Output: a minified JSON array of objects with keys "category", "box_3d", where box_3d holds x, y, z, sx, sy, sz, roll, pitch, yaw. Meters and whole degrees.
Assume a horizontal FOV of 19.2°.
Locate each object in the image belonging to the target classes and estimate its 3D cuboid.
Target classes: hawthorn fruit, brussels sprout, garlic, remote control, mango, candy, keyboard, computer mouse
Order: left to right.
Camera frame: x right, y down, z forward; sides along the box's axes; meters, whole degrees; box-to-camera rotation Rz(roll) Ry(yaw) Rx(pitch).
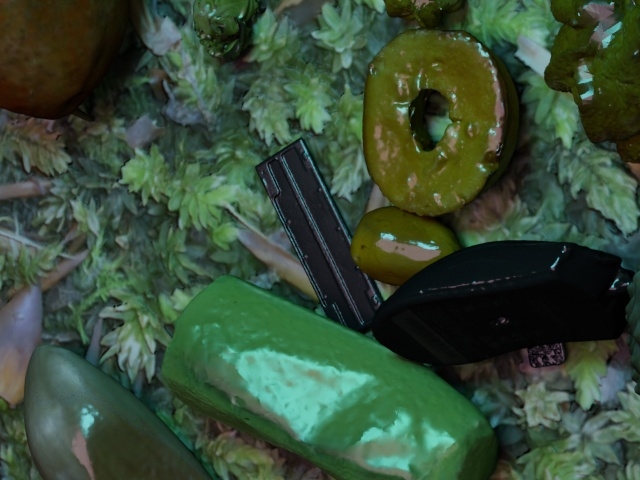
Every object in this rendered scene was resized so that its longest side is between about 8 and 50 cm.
[{"category":"hawthorn fruit","box_3d":[-0.286,-0.226,1.941,0.210,0.210,0.262,2,119,29]},{"category":"garlic","box_3d":[-0.213,0.243,1.988,0.318,0.112,0.143,39,108,10]},{"category":"brussels sprout","box_3d":[-0.100,-0.222,1.909,0.085,0.058,0.085,13,117,27]},{"category":"keyboard","box_3d":[0.000,0.000,1.893,0.067,0.011,0.202,-31,79,25]},{"category":"candy","box_3d":[0.007,0.157,1.842,0.343,0.132,0.142,27,64,23]},{"category":"mango","box_3d":[0.084,0.009,1.811,0.114,0.060,0.080,1,130,26]},{"category":"computer mouse","box_3d":[0.169,0.043,1.720,0.264,0.147,0.088,-8,60,29]},{"category":"remote control","box_3d":[0.207,0.071,1.780,0.039,0.014,0.096,-11,90,28]}]

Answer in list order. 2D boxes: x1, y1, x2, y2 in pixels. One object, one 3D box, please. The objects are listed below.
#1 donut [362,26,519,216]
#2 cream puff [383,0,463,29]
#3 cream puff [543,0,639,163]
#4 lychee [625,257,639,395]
[{"category":"donut","box_3d":[0.117,-0.113,1.791,0.162,0.065,0.178,15,102,33]},{"category":"cream puff","box_3d":[0.093,-0.239,1.796,0.083,0.058,0.083,-31,77,25]},{"category":"cream puff","box_3d":[0.314,-0.169,1.623,0.244,0.196,0.244,0,101,0]},{"category":"lychee","box_3d":[0.376,0.071,1.564,0.255,0.255,0.274,44,146,19]}]
